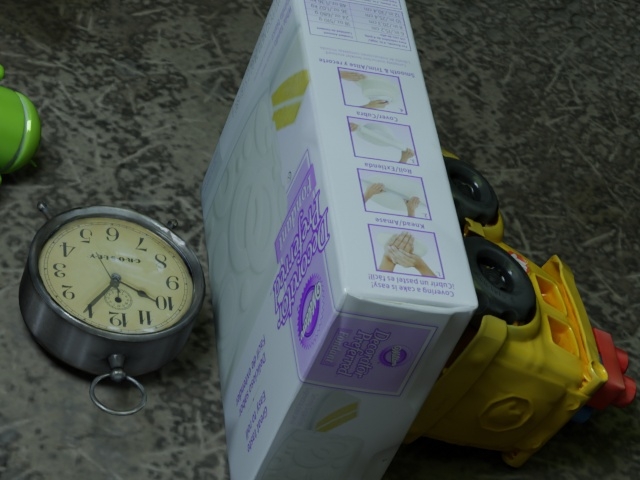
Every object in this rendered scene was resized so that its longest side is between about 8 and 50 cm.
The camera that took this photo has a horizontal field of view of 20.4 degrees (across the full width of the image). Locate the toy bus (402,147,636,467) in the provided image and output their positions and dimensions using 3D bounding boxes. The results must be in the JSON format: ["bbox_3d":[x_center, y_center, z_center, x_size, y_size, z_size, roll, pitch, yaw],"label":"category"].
[{"bbox_3d":[0.137,0.059,1.354,0.211,0.149,0.220,19,37,-26],"label":"toy bus"}]

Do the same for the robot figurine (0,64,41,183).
[{"bbox_3d":[-0.261,-0.088,1.349,0.115,0.067,0.101,14,66,-47],"label":"robot figurine"}]

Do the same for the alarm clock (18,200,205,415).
[{"bbox_3d":[-0.150,0.053,1.271,0.129,0.064,0.192,8,41,-18],"label":"alarm clock"}]

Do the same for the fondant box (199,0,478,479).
[{"bbox_3d":[0.000,0.000,1.264,0.096,0.238,0.330,8,44,-19],"label":"fondant box"}]
